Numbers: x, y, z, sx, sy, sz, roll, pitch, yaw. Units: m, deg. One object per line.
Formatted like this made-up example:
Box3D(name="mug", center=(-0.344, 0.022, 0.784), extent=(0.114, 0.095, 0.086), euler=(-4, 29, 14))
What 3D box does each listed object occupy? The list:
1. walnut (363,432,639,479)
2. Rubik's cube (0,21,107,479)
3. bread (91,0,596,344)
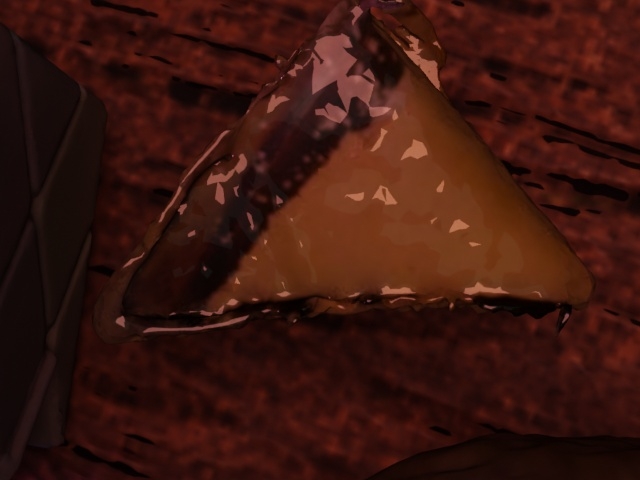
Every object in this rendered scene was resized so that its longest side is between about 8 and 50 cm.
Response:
Box3D(name="walnut", center=(0.078, 0.144, 0.404), extent=(0.230, 0.178, 0.178), euler=(12, 80, 16))
Box3D(name="Rubik's cube", center=(-0.192, 0.005, 0.409), extent=(0.213, 0.224, 0.265), euler=(8, 86, 4))
Box3D(name="bread", center=(0.000, 0.000, 0.445), extent=(0.152, 0.147, 0.127), euler=(-36, 93, 2))
